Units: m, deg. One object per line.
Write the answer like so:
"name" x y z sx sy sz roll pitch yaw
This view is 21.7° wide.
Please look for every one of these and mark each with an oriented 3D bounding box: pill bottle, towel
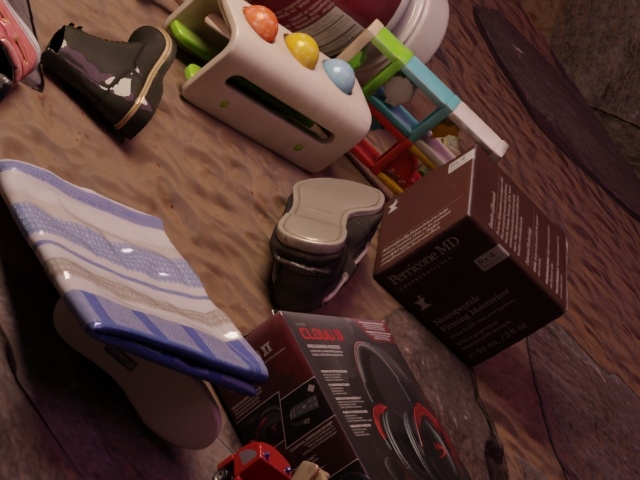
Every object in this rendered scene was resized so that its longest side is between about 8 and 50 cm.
"pill bottle" -0.007 -0.385 2.364 0.392 0.224 0.224 33 29 -39
"towel" -0.178 0.028 1.527 0.209 0.034 0.285 24 17 -40

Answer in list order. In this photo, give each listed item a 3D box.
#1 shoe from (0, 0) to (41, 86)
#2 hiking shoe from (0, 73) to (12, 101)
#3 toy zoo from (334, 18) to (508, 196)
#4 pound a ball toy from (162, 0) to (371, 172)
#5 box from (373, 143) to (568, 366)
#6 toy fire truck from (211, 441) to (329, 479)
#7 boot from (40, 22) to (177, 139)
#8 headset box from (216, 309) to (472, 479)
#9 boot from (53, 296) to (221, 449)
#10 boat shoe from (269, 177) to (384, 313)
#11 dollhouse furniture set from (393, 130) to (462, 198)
"shoe" -0.350 -0.230 1.660 0.178 0.063 0.081 52 16 -14
"hiking shoe" -0.377 -0.150 1.490 0.114 0.086 0.227 43 14 13
"toy zoo" 0.125 -0.146 2.277 0.293 0.192 0.030 44 48 -7
"pound a ball toy" -0.084 -0.250 2.128 0.319 0.135 0.208 30 31 -45
"box" 0.202 0.021 2.214 0.203 0.168 0.167 43 32 -22
"toy fire truck" -0.033 0.239 1.476 0.047 0.135 0.192 40 25 -28
"boot" -0.237 -0.215 1.860 0.137 0.077 0.198 37 25 -22
"headset box" 0.028 0.199 1.692 0.218 0.110 0.293 11 46 -58
"boot" -0.157 0.104 1.524 0.190 0.069 0.086 46 18 -6
"boat shoe" 0.000 0.000 1.999 0.112 0.095 0.335 17 17 8
"dollhouse furniture set" 0.197 -0.075 2.461 0.161 0.101 0.182 43 23 -21
